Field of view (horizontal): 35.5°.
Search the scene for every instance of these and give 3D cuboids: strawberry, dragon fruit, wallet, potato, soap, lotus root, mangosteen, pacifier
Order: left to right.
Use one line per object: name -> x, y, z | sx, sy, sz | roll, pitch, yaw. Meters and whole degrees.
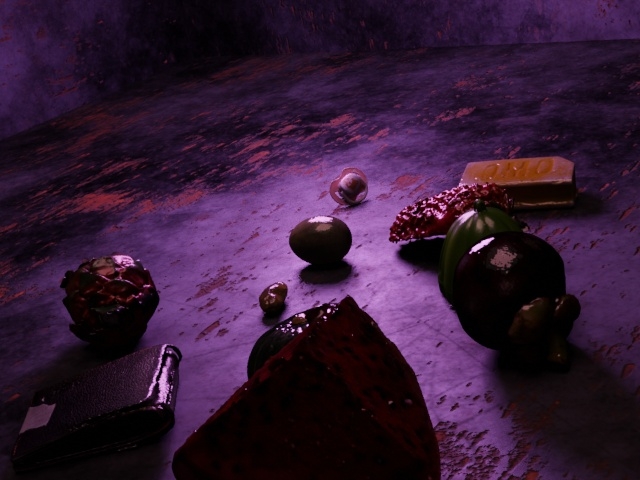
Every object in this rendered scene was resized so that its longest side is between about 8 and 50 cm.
wallet -> -0.351, 0.259, 1.585 | 0.262, 0.071, 0.221 | -19, 23, 2
dragon fruit -> -0.387, 0.107, 1.834 | 0.182, 0.182, 0.189 | -17, 63, -11
potato -> -0.088, 0.105, 1.843 | 0.046, 0.045, 0.092 | 27, 30, -1
dragon fruit -> -0.047, 0.212, 1.264 | 0.330, 0.240, 0.302 | -24, 36, 12
pacifier -> 0.064, -0.116, 2.289 | 0.099, 0.081, 0.078 | -47, 1, -22
strawberry -> 0.257, -0.054, 1.912 | 0.286, 0.106, 0.188 | -4, 3, 31
lotus root -> 0.283, 0.007, 1.721 | 0.186, 0.186, 0.186 | -10, 22, 4
soap -> 0.414, -0.117, 2.077 | 0.232, 0.073, 0.140 | -2, 28, 21
mangosteen -> 0.303, 0.093, 1.502 | 0.194, 0.194, 0.230 | -23, 50, -26

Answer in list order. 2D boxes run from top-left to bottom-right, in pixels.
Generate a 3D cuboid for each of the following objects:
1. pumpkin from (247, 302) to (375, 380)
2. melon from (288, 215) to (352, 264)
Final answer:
pumpkin -> -0.003, 0.180, 1.480 | 0.211, 0.152, 0.212 | -22, 17, 7
melon -> 0.000, 0.000, 1.981 | 0.130, 0.098, 0.098 | -6, 22, 25
